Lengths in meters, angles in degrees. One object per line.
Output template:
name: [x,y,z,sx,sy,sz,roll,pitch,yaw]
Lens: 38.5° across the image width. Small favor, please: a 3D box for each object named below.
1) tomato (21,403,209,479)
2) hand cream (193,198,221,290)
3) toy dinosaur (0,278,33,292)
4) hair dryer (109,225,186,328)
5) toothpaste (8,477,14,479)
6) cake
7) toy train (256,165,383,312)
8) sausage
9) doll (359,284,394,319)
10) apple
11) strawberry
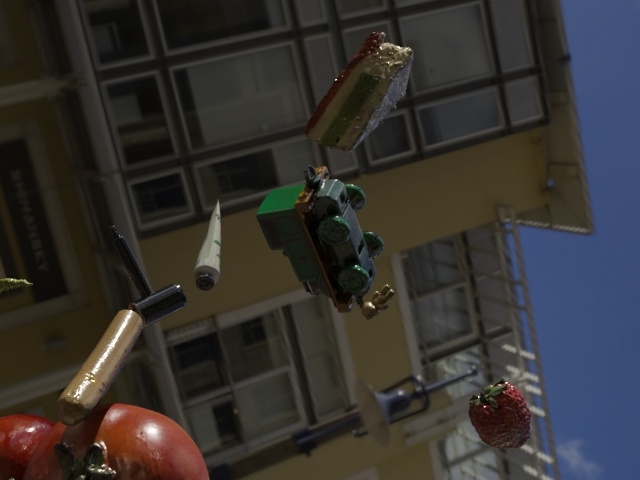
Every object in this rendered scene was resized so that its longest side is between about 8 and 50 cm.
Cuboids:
tomato: [-0.337,0.442,1.568,0.321,0.322,0.321,49,-32,45]
hand cream: [-0.218,0.013,1.818,0.234,0.050,0.080,-91,-166,-52]
toy dinosaur: [-0.794,0.122,2.123,0.094,0.259,0.153,26,71,-82]
hair dryer: [-0.424,0.072,2.182,0.070,0.128,0.255,-29,-94,57]
toothpaste: [-0.580,0.440,1.476,0.031,0.204,0.049,59,10,-38]
cake: [0.067,-0.231,1.366,0.086,0.220,0.116,25,-51,19]
toy train: [0.000,0.000,1.227,0.136,0.091,0.227,-4,-55,24]
sausage: [-0.371,0.214,1.556,0.301,0.066,0.065,-68,154,-63]
doll: [0.141,0.154,2.270,0.061,0.051,0.093,53,-57,41]
apple: [-0.585,0.444,1.757,0.218,0.218,0.201,70,18,8]
strawberry: [0.388,0.380,1.963,0.148,0.131,0.131,62,-23,11]
